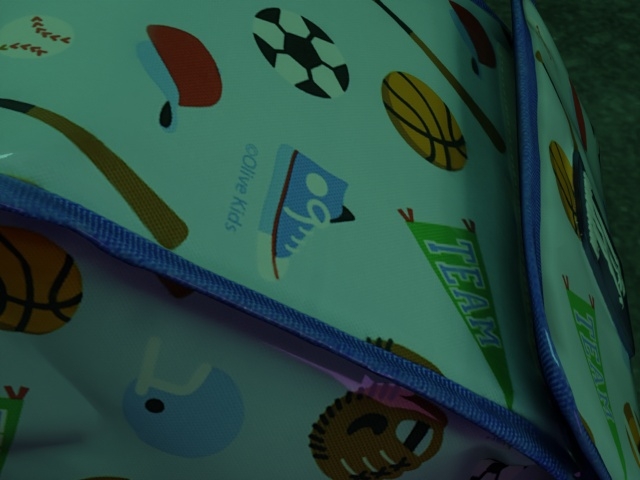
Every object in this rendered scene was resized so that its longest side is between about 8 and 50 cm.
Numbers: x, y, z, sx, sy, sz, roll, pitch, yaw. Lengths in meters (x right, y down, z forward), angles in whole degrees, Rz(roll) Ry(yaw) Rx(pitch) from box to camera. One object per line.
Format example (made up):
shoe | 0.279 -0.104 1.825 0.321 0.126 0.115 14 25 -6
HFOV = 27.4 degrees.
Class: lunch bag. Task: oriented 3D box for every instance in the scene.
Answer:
lunch bag | 0.000 0.000 0.625 0.385 0.239 0.327 27 40 -21
